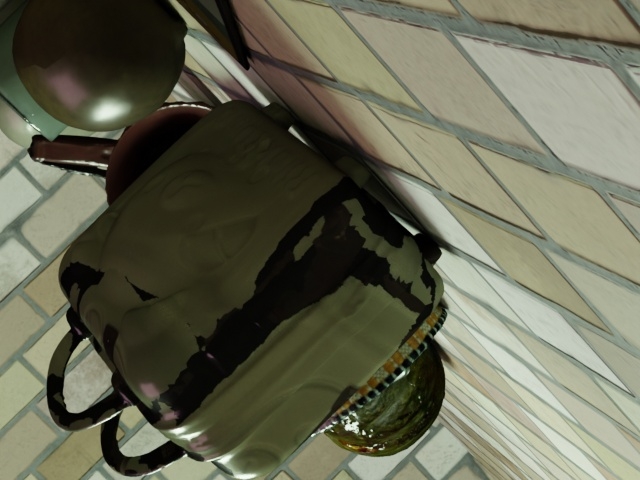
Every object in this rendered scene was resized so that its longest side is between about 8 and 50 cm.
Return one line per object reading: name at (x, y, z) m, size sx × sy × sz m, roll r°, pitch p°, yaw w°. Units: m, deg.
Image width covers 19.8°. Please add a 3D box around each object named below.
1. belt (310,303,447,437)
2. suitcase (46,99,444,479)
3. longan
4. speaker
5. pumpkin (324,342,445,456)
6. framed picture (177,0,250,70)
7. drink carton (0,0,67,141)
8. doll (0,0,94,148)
belt at (0.010, 0.110, 1.946) m, size 0.150 × 0.207 × 0.257 m, roll 49°, pitch 144°, yaw -4°
suitcase at (-0.097, 0.051, 1.599) m, size 0.194 × 0.339 × 0.351 m, roll 47°, pitch 177°, yaw -27°
longan at (-0.216, -0.189, 1.805) m, size 0.189 × 0.189 × 0.189 m, roll 46°, pitch 176°, yaw 4°
speaker at (-0.216, -0.078, 2.325) m, size 0.329 × 0.259 × 0.198 m, roll -143°, pitch 31°, yaw -77°
pumpkin at (0.034, 0.156, 2.464) m, size 0.320 × 0.192 × 0.320 m, roll 47°, pitch 175°, yaw 6°
framed picture at (-0.153, -0.256, 1.448) m, size 0.244 × 0.013 × 0.324 m, roll 45°, pitch 177°, yaw 8°
drink carton at (-0.320, -0.235, 2.278) m, size 0.185 × 0.189 × 0.191 m, roll 42°, pitch 180°, yaw -35°
doll at (-0.404, -0.282, 2.476) m, size 0.370 × 0.215 × 0.226 m, roll 44°, pitch -167°, yaw 2°
